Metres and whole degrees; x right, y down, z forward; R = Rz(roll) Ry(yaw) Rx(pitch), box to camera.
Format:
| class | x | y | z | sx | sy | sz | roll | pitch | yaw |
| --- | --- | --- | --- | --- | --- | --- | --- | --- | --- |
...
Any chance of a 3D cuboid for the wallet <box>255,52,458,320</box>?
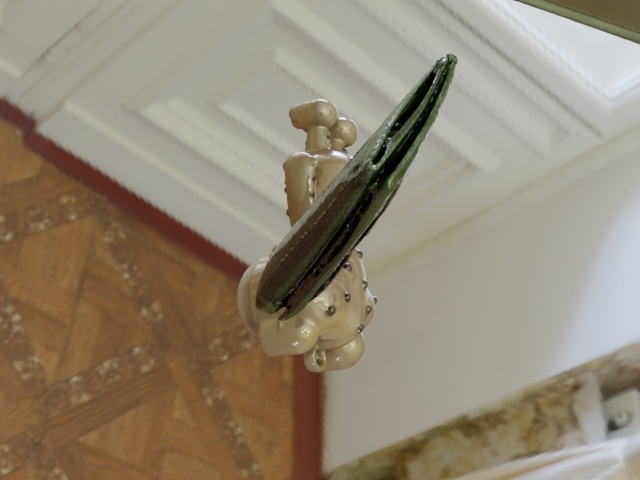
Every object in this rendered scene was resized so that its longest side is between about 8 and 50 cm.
| class | x | y | z | sx | sy | sz | roll | pitch | yaw |
| --- | --- | --- | --- | --- | --- | --- | --- | --- | --- |
| wallet | 0.031 | -0.039 | 0.976 | 0.055 | 0.236 | 0.160 | 35 | 51 | -5 |

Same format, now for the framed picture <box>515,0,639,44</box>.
| class | x | y | z | sx | sy | sz | roll | pitch | yaw |
| --- | --- | --- | --- | --- | --- | --- | --- | --- | --- |
| framed picture | 0.385 | -0.368 | 1.451 | 0.324 | 0.241 | 0.020 | 20 | 5 | 9 |

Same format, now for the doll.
| class | x | y | z | sx | sy | sz | roll | pitch | yaw |
| --- | --- | --- | --- | --- | --- | --- | --- | --- | --- |
| doll | -0.001 | -0.002 | 1.193 | 0.154 | 0.119 | 0.278 | 44 | 46 | -48 |
